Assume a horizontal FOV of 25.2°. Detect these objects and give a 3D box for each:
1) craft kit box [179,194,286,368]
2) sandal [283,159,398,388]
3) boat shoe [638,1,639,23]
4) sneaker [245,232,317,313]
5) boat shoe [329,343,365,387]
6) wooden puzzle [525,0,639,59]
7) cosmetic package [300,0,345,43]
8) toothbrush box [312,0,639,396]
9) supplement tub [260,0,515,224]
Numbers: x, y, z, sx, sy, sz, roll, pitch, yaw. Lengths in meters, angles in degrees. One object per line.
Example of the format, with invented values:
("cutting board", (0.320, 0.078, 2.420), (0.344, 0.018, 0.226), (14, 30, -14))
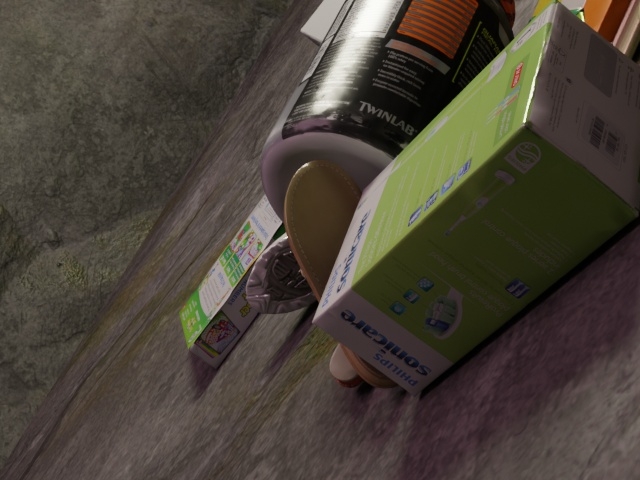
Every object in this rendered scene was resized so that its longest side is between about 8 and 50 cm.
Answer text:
("craft kit box", (-0.108, 0.047, 2.069), (0.247, 0.061, 0.250), (-51, 12, 2))
("sandal", (0.018, 0.044, 1.351), (0.079, 0.088, 0.240), (110, 144, -55))
("boat shoe", (0.328, -0.236, 1.221), (0.153, 0.056, 0.048), (-49, 7, -11))
("sneaker", (0.000, 0.000, 1.757), (0.232, 0.090, 0.115), (-45, 6, 1))
("boat shoe", (0.058, 0.083, 1.383), (0.137, 0.049, 0.043), (-55, -26, -7))
("wooden puzzle", (0.265, -0.243, 1.401), (0.239, 0.044, 0.221), (-61, 19, -6))
("cosmetic package", (0.108, -0.327, 2.048), (0.217, 0.156, 0.385), (-52, 11, 7))
("toothbrush box", (0.139, -0.034, 1.216), (0.283, 0.122, 0.206), (-43, 15, 36))
("supplement tub", (0.086, -0.155, 1.537), (0.207, 0.207, 0.338), (-38, 19, 51))
